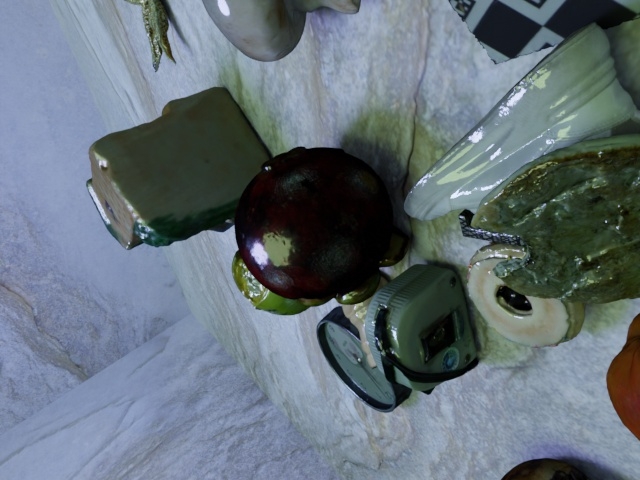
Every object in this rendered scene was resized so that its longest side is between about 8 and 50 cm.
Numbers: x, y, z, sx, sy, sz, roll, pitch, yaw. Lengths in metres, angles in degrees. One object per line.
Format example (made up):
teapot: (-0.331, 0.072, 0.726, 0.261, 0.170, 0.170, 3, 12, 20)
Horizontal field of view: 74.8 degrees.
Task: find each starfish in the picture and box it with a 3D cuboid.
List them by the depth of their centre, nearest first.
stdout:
starfish: (-0.439, -0.610, 1.053, 0.357, 0.078, 0.347, 3, 121, 57)

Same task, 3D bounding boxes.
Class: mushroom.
mushroom: (-0.048, -0.375, 0.576, 0.243, 0.243, 0.244, 38, 147, 31)

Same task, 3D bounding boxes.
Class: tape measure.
tape measure: (0.187, 0.182, 0.747, 0.115, 0.207, 0.235, 7, 123, 52)

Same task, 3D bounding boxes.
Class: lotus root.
lotus root: (0.395, 0.486, 0.763, 0.141, 0.169, 0.314, 60, 159, 31)

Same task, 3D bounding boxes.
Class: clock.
clock: (0.112, 0.334, 1.169, 0.318, 0.066, 0.319, 38, 146, 31)

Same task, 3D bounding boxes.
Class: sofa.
sofa: (0.255, -0.027, 0.570, 0.118, 0.060, 0.039, 13, 134, 52)

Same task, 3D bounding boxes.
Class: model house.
model house: (-0.355, -0.134, 1.084, 0.335, 0.382, 0.342, 58, 147, 3)

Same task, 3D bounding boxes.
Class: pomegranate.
pomegranate: (-0.086, 0.038, 1.035, 0.236, 0.235, 0.302, 31, 106, 40)

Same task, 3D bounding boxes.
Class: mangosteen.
mangosteen: (-0.005, -0.018, 0.760, 0.311, 0.311, 0.311, 38, 147, 31)

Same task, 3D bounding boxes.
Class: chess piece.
chess piece: (0.098, 0.123, 0.940, 0.301, 0.137, 0.137, 60, 154, 19)

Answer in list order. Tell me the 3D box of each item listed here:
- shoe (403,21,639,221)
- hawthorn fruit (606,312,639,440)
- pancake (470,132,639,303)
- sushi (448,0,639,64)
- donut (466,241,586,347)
shoe: (0.234, -0.080, 0.497, 0.159, 0.124, 0.316, 44, 151, 6)
hawthorn fruit: (0.407, 0.143, 0.381, 0.225, 0.196, 0.197, 35, 147, 13)
pancake: (0.291, -0.010, 0.428, 0.253, 0.037, 0.254, 8, 140, 7)
sushi: (0.196, -0.299, 0.325, 0.294, 0.059, 0.292, 38, 166, -25)
donut: (0.295, 0.071, 0.603, 0.174, 0.068, 0.175, 41, 148, 33)
